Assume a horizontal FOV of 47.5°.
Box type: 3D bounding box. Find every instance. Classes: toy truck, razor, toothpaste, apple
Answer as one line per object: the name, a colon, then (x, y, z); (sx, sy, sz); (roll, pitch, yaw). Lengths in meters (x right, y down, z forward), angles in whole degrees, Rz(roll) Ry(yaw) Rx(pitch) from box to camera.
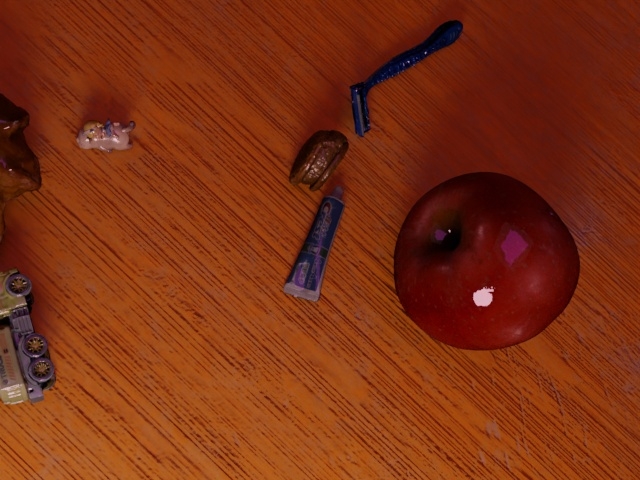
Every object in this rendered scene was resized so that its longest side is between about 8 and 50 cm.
toy truck: (-0.397, 0.126, 0.909); (0.100, 0.077, 0.168); (-15, 75, -24)
razor: (0.145, -0.307, 1.272); (0.056, 0.093, 0.324); (24, 53, 33)
toothpaste: (0.000, 0.000, 1.111); (0.057, 0.034, 0.197); (17, 65, 7)
apple: (0.240, 0.031, 1.054); (0.217, 0.260, 0.260); (28, 61, -33)

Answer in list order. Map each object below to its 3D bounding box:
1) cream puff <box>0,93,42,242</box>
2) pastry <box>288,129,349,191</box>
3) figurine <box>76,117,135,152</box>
cream puff: (-0.494, -0.107, 0.935); (0.269, 0.155, 0.241); (44, 68, -5)
pastry: (-0.002, -0.123, 1.124); (0.057, 0.097, 0.109); (32, 101, -14)
figurine: (-0.314, -0.160, 1.065); (0.083, 0.050, 0.047); (-9, 67, -21)
